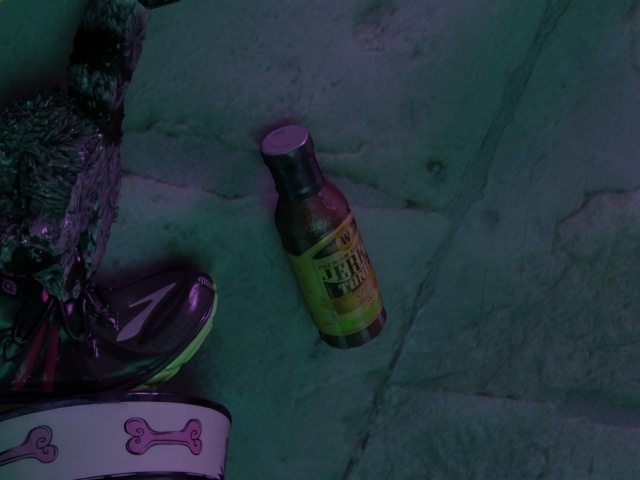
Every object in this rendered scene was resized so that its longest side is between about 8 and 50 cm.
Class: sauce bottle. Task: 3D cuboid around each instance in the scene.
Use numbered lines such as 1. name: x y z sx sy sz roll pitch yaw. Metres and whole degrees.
1. sauce bottle: 0.000 0.000 1.491 0.111 0.111 0.344 -25 126 -4

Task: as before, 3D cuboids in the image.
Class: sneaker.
1. sneaker: -0.365 0.114 1.386 0.482 0.185 0.202 -14 124 -15

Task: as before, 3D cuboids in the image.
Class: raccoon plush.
1. raccoon plush: -0.392 -0.120 1.279 0.299 0.216 0.447 14 74 5

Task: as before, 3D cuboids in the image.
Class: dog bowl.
1. dog bowl: -0.312 0.342 1.443 0.407 0.150 0.408 -10 155 -5

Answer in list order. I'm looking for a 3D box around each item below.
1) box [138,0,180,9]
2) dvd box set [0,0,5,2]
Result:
1. box: -0.204 -0.351 1.085 0.045 0.191 0.184 -21 126 -18
2. dvd box set: -0.398 -0.451 1.104 0.307 0.062 0.421 -17 124 -10
